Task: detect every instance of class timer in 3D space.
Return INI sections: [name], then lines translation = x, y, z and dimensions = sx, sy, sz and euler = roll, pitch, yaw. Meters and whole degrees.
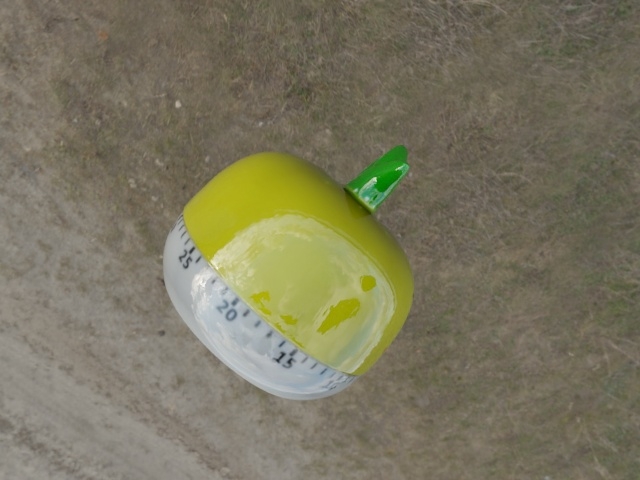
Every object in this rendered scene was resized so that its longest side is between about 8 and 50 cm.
[timer]
translation = 0.000, 0.000, 0.562
dimensions = 0.285, 0.285, 0.285
euler = -3, 127, -4
